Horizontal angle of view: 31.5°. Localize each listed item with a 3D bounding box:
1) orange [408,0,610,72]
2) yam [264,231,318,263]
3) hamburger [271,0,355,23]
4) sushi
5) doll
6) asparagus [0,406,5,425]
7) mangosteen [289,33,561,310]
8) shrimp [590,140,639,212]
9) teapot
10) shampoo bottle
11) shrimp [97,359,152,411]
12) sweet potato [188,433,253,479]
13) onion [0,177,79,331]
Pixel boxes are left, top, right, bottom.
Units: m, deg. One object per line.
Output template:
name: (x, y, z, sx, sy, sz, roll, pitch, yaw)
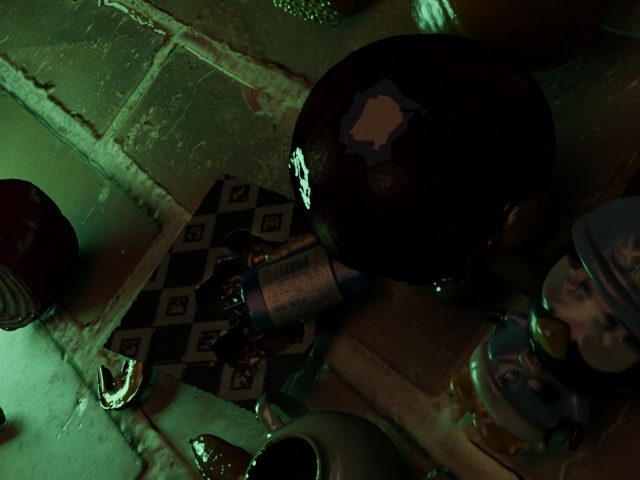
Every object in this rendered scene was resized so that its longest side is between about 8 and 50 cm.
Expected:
orange: (0.213, -0.274, 1.270, 0.240, 0.240, 0.171, -11, 73, 41)
yam: (0.000, 0.000, 1.402, 0.145, 0.032, 0.032, -23, 45, 7)
hamburger: (-0.009, -0.385, 1.639, 0.162, 0.162, 0.115, 5, 72, 47)
sushi: (-0.093, 0.073, 1.450, 0.292, 0.059, 0.294, 20, 66, 35)
doll: (0.258, 0.075, 1.044, 0.314, 0.141, 0.177, -44, 60, 23)
asparagus: (-0.566, 0.303, 1.794, 0.178, 0.045, 0.041, -29, 12, 29)
mangosteen: (0.110, -0.070, 1.192, 0.297, 0.297, 0.293, -5, 90, 44)
shrimp: (0.320, -0.067, 1.137, 0.042, 0.101, 0.190, 36, 79, 9)
teapot: (-0.004, 0.267, 1.179, 0.193, 0.129, 0.294, -42, 41, 14)
shampoo bottle: (-0.032, 0.055, 1.360, 0.183, 0.050, 0.087, -22, 53, 8)
shrimp: (-0.273, 0.161, 1.609, 0.124, 0.034, 0.178, -25, 52, 40)
sweet potato: (-0.115, 0.270, 1.348, 0.206, 0.060, 0.068, 26, 91, 59)
onion: (-0.494, 0.000, 1.810, 0.206, 0.216, 0.207, -18, 44, 32)
